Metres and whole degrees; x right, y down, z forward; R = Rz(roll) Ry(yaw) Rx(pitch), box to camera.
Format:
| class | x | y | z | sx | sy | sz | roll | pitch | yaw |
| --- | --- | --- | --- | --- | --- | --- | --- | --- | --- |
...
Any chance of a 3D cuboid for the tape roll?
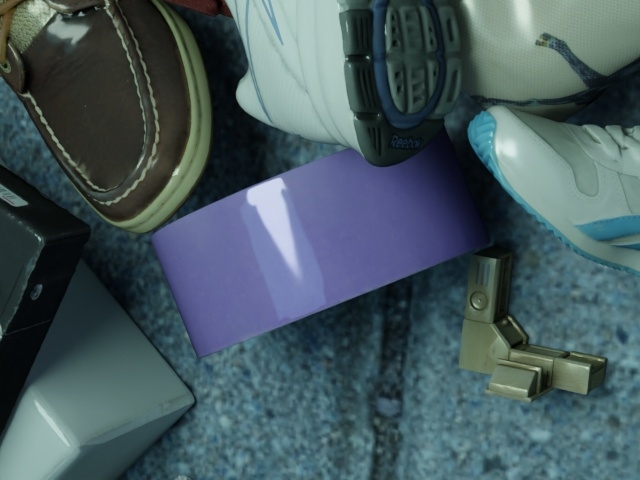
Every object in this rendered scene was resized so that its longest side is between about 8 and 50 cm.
| class | x | y | z | sx | sy | sz | roll | pitch | yaw |
| --- | --- | --- | --- | --- | --- | --- | --- | --- | --- |
| tape roll | 0.000 | 0.000 | 1.074 | 0.189 | 0.189 | 0.080 | -23 | 87 | 29 |

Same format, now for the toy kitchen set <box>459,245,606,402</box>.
| class | x | y | z | sx | sy | sz | roll | pitch | yaw |
| --- | --- | --- | --- | --- | --- | --- | --- | --- | --- |
| toy kitchen set | 0.124 | 0.052 | 1.087 | 0.083 | 0.068 | 0.075 | 11 | 103 | 25 |

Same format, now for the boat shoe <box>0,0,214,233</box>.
| class | x | y | z | sx | sy | sz | roll | pitch | yaw |
| --- | --- | --- | --- | --- | --- | --- | --- | --- | --- |
| boat shoe | -0.177 | -0.146 | 1.111 | 0.123 | 0.123 | 0.342 | -43 | 53 | 25 |

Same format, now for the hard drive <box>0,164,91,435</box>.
| class | x | y | z | sx | sy | sz | roll | pitch | yaw |
| --- | --- | --- | --- | --- | --- | --- | --- | --- | --- |
| hard drive | -0.305 | 0.077 | 1.135 | 0.237 | 0.064 | 0.339 | 32 | 109 | 18 |

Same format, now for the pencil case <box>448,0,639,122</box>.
| class | x | y | z | sx | sy | sz | roll | pitch | yaw |
| --- | --- | --- | --- | --- | --- | --- | --- | --- | --- |
| pencil case | 0.205 | -0.218 | 0.946 | 0.410 | 0.160 | 0.183 | -34 | 83 | 28 |

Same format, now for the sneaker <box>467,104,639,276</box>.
| class | x | y | z | sx | sy | sz | roll | pitch | yaw |
| --- | --- | --- | --- | --- | --- | --- | --- | --- | --- |
| sneaker | 0.182 | -0.030 | 0.988 | 0.229 | 0.087 | 0.092 | 23 | 110 | -25 |

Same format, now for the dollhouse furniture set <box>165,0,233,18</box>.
| class | x | y | z | sx | sy | sz | roll | pitch | yaw |
| --- | --- | --- | --- | --- | --- | --- | --- | --- | --- |
| dollhouse furniture set | -0.082 | -0.335 | 1.108 | 0.201 | 0.152 | 0.374 | -43 | 61 | 27 |

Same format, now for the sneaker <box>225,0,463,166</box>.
| class | x | y | z | sx | sy | sz | roll | pitch | yaw |
| --- | --- | --- | --- | --- | --- | --- | --- | --- | --- |
| sneaker | -0.014 | -0.184 | 0.916 | 0.129 | 0.111 | 0.297 | 6 | 106 | 42 |

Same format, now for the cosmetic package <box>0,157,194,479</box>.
| class | x | y | z | sx | sy | sz | roll | pitch | yaw |
| --- | --- | --- | --- | --- | --- | --- | --- | --- | --- |
| cosmetic package | -0.328 | 0.023 | 1.263 | 0.230 | 0.161 | 0.453 | -45 | 77 | 25 |

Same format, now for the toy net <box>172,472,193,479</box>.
| class | x | y | z | sx | sy | sz | roll | pitch | yaw |
| --- | --- | --- | --- | --- | --- | --- | --- | --- | --- |
| toy net | -0.156 | 0.258 | 1.255 | 0.232 | 0.122 | 0.045 | -45 | 73 | 4 |
